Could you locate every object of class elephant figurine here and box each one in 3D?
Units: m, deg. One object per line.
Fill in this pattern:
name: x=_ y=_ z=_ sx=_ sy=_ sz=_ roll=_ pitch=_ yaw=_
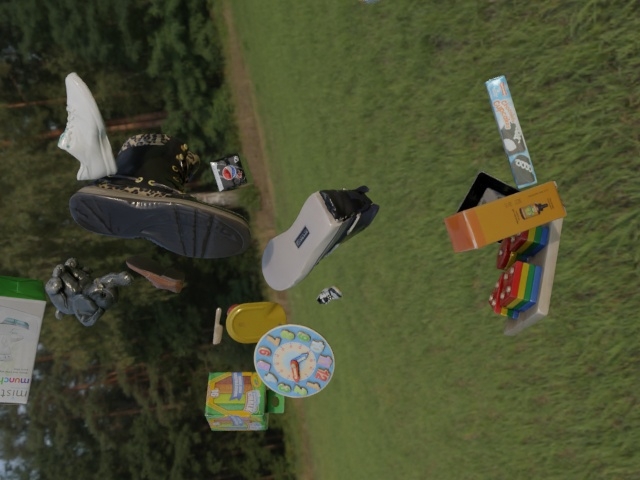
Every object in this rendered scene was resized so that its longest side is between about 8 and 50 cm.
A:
elephant figurine: x=-0.656 y=0.162 z=1.767 sx=0.186 sy=0.239 sz=0.169 roll=86 pitch=-153 yaw=-61

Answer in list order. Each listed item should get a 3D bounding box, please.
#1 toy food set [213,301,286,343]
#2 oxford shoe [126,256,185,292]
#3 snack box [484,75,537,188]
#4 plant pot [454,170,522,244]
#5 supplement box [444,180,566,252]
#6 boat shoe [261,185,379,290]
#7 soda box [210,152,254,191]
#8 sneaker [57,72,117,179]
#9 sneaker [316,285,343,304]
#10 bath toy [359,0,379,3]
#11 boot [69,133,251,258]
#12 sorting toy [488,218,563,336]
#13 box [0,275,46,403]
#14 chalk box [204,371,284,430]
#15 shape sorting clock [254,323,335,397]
toy food set: x=-0.212 y=0.234 z=1.822 sx=0.071 sy=0.217 sz=0.128 roll=-121 pitch=31 yaw=-70
oxford shoe: x=-0.546 y=0.115 z=1.996 sx=0.076 sy=0.212 sz=0.076 roll=-46 pitch=-24 yaw=-57
snack box: x=0.564 y=-0.325 z=1.820 sx=0.187 sy=0.060 sz=0.322 roll=-40 pitch=-68 yaw=-72
plant pot: x=0.595 y=-0.110 z=2.103 sx=0.188 sy=0.188 sz=0.167 roll=-63 pitch=-18 yaw=11
supplement box: x=0.362 y=-0.046 z=1.194 sx=0.078 sy=0.233 sz=0.080 roll=71 pitch=160 yaw=3
boat shoe: x=0.000 y=0.000 z=1.384 sx=0.340 sy=0.158 sz=0.127 roll=-45 pitch=66 yaw=48
soda box: x=-0.163 y=-0.127 z=1.148 sx=0.169 sy=0.053 sz=0.060 roll=-116 pitch=8 yaw=-85
sneaker: x=-0.471 y=-0.215 z=1.193 sx=0.080 sy=0.094 sz=0.212 roll=36 pitch=142 yaw=53
sneaker: x=0.019 y=0.116 z=1.251 sx=0.032 sy=0.037 sz=0.083 roll=48 pitch=158 yaw=-5
bath toy: x=0.162 y=-0.642 z=1.447 sx=0.348 sy=0.129 sz=0.151 roll=-44 pitch=-20 yaw=-55
boot: x=-0.321 y=-0.108 z=1.362 sx=0.284 sy=0.377 sz=0.138 roll=-82 pitch=0 yaw=-52
sorting toy: x=0.492 y=0.082 z=1.513 sx=0.255 sy=0.089 sz=0.257 roll=93 pitch=-168 yaw=-70
box: x=-0.710 y=0.215 z=1.380 sx=0.262 sy=0.126 sz=0.231 roll=13 pitch=93 yaw=63
chalk box: x=-0.210 y=0.459 z=1.744 sx=0.132 sy=0.212 sz=0.132 roll=89 pitch=179 yaw=-55
shape sorting clock: x=-0.066 y=0.305 z=1.535 sx=0.040 sy=0.206 sz=0.206 roll=-82 pitch=-14 yaw=-70
